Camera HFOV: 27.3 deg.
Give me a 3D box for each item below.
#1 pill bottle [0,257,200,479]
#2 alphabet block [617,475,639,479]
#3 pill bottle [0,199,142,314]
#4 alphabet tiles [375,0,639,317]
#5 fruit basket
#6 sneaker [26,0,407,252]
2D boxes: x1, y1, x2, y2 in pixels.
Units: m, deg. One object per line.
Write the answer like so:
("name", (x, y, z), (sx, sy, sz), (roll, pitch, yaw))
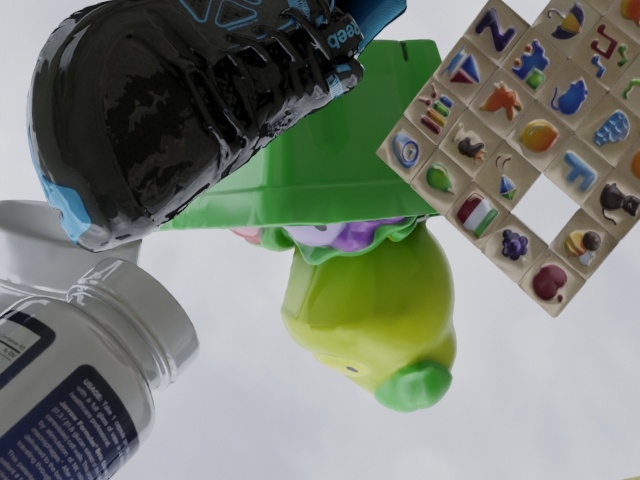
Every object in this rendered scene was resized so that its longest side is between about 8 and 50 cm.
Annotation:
("pill bottle", (-0.138, 0.086, 0.619), (0.169, 0.094, 0.094), (-44, -72, -29))
("alphabet block", (0.314, 0.276, 0.922), (0.192, 0.194, 0.197), (-49, -55, -76))
("pill bottle", (-0.242, 0.119, 1.102), (0.161, 0.161, 0.283), (-4, -69, -54))
("alphabet tiles", (0.177, -0.093, 0.991), (0.198, 0.237, 0.009), (45, -157, 19))
("fruit basket", (0.000, 0.000, 1.302), (0.283, 0.392, 0.392), (-4, -108, -26))
("sneaker", (-0.055, -0.112, 0.805), (0.341, 0.140, 0.125), (-57, -47, -51))
